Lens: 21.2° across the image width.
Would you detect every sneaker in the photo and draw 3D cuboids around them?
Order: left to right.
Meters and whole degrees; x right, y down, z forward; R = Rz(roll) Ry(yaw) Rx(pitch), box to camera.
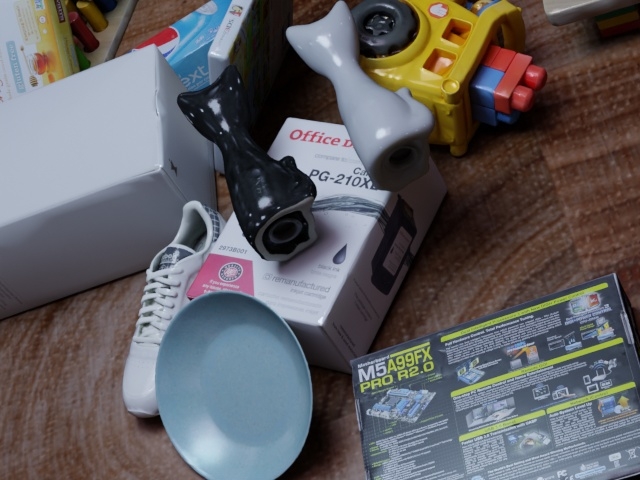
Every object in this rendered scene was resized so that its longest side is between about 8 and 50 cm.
[{"bbox_3d":[-0.156,0.072,1.779,0.090,0.095,0.235,5,58,29],"label":"sneaker"}]

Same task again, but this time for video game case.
[{"bbox_3d":[-0.075,-0.214,1.882,0.026,0.227,0.206,17,61,8],"label":"video game case"}]

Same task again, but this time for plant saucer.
[{"bbox_3d":[-0.077,0.143,1.670,0.195,0.037,0.195,3,96,34],"label":"plant saucer"}]

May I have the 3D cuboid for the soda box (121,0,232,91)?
[{"bbox_3d":[-0.173,-0.202,2.023,0.210,0.071,0.067,-32,46,2],"label":"soda box"}]

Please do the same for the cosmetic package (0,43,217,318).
[{"bbox_3d":[-0.309,-0.051,1.918,0.365,0.155,0.197,-17,49,15],"label":"cosmetic package"}]

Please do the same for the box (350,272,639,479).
[{"bbox_3d":[0.170,0.167,1.552,0.270,0.060,0.216,-20,47,13],"label":"box"}]

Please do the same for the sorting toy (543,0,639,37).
[{"bbox_3d":[0.361,-0.348,1.829,0.257,0.089,0.255,-15,55,18],"label":"sorting toy"}]

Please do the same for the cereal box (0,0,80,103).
[{"bbox_3d":[-0.409,-0.207,2.097,0.240,0.173,0.047,-8,12,23],"label":"cereal box"}]

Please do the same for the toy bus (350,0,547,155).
[{"bbox_3d":[0.147,-0.203,1.816,0.211,0.149,0.220,16,60,22],"label":"toy bus"}]

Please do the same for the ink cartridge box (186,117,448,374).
[{"bbox_3d":[0.000,0.000,1.748,0.172,0.100,0.237,11,60,33],"label":"ink cartridge box"}]

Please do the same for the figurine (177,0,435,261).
[{"bbox_3d":[-0.017,-0.120,1.690,0.215,0.092,0.209,-31,60,1],"label":"figurine"}]

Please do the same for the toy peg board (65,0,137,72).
[{"bbox_3d":[-0.336,-0.272,2.163,0.161,0.079,0.161,0,55,27],"label":"toy peg board"}]
